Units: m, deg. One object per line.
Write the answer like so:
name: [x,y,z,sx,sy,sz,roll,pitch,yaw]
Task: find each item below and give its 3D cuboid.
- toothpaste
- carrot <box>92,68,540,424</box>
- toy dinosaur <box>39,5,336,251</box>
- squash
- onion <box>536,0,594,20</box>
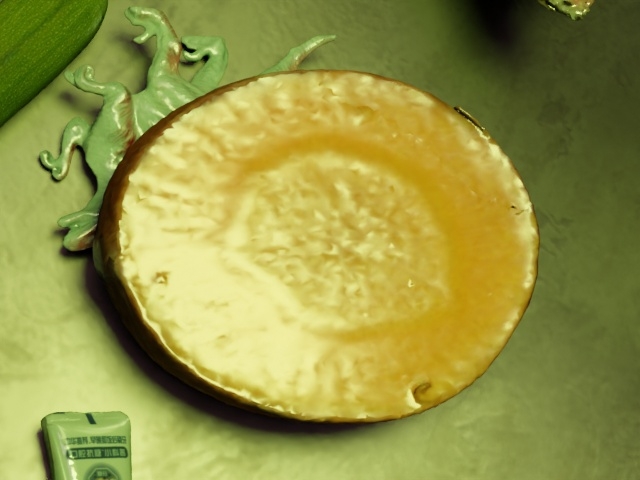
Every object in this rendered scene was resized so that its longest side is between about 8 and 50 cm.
toothpaste: [-0.134,0.222,0.680,0.062,0.039,0.239,3,68,-35]
carrot: [0.000,0.000,0.758,0.307,0.100,0.258,-3,77,-26]
toy dinosaur: [-0.088,-0.093,0.807,0.242,0.053,0.167,-12,76,-23]
squash: [-0.224,-0.120,0.760,0.069,0.069,0.258,40,63,-1]
onion: [0.171,-0.317,0.928,0.267,0.159,0.348,9,74,-4]
